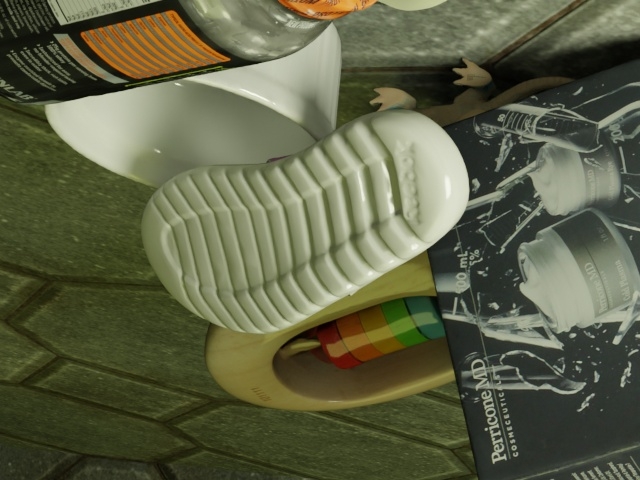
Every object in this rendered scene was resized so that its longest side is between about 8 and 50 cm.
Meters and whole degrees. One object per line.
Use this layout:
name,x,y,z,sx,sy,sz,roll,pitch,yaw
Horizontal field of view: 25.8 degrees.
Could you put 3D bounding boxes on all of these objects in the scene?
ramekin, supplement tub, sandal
ramekin,-0.110,-0.150,1.321,0.277,0.135,0.277,10,159,4
supplement tub,-0.122,-0.221,1.037,0.338,0.207,0.207,-5,154,36
sandal,-0.010,-0.014,1.279,0.416,0.169,0.102,-14,-171,47

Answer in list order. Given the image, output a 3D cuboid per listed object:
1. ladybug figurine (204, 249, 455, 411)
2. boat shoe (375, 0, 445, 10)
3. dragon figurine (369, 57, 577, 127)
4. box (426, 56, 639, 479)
ladybug figurine,0.073,0.060,1.637,0.449,0.162,0.305,-18,142,16
boat shoe,0.053,-0.221,1.187,0.137,0.049,0.043,0,-161,21
dragon figurine,0.138,-0.101,1.376,0.289,0.085,0.144,-17,152,13
box,0.272,0.040,1.220,0.312,0.343,0.179,-20,151,16
